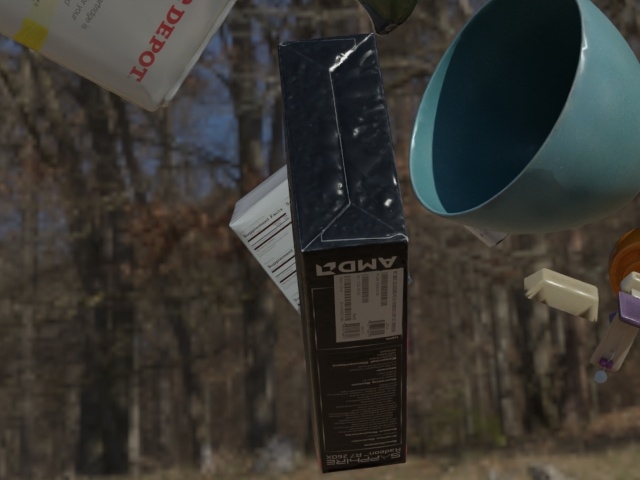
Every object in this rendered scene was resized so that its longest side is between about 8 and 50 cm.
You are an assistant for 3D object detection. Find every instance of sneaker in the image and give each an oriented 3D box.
[{"bbox_3d":[0.030,-0.286,1.490,0.064,0.192,0.086,-16,-33,-38],"label":"sneaker"}]

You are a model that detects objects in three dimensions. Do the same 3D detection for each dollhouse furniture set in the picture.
[{"bbox_3d":[0.219,0.066,1.258,0.114,0.091,0.081,20,-61,-4],"label":"dollhouse furniture set"}]

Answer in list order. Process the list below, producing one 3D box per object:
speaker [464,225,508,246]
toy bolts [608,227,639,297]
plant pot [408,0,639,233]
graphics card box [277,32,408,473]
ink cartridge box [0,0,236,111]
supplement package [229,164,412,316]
[{"bbox_3d":[0.181,-0.053,1.852,0.136,0.055,0.055,39,-33,-12],"label":"speaker"},{"bbox_3d":[0.430,-0.027,1.581,0.218,0.228,0.158,5,23,22],"label":"toy bolts"},{"bbox_3d":[0.264,-0.124,1.654,0.195,0.290,0.290,25,-31,-27],"label":"plant pot"},{"bbox_3d":[0.023,0.022,1.327,0.094,0.232,0.371,-6,-37,0],"label":"graphics card box"},{"bbox_3d":[-0.278,-0.363,1.647,0.385,0.160,0.279,28,-64,-19],"label":"ink cartridge box"},{"bbox_3d":[0.000,0.000,1.948,0.149,0.203,0.194,-37,7,6],"label":"supplement package"}]
